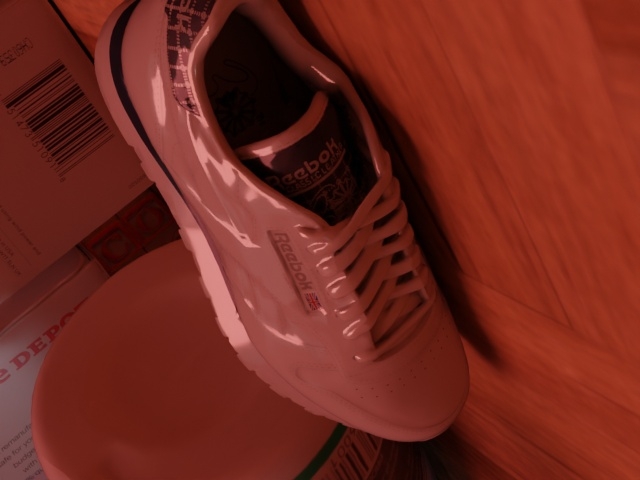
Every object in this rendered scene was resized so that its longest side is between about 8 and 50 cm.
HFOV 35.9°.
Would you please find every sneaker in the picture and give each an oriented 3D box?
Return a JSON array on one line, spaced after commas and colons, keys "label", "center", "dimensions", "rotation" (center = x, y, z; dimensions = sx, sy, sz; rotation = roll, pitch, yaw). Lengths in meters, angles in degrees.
[{"label": "sneaker", "center": [0.000, 0.000, 0.396], "dimensions": [0.235, 0.090, 0.095], "rotation": [54, 157, -23]}]

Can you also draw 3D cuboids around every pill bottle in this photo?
[{"label": "pill bottle", "center": [-0.024, 0.179, 0.688], "dimensions": [0.204, 0.204, 0.361], "rotation": [38, 161, 42]}]

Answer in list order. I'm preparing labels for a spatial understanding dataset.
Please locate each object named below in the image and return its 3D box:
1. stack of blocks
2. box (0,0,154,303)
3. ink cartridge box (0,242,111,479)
[{"label": "stack of blocks", "center": [-0.150, 0.072, 1.054], "dimensions": [0.171, 0.087, 0.297], "rotation": [43, 165, 24]}, {"label": "box", "center": [-0.255, -0.079, 0.779], "dimensions": [0.119, 0.182, 0.181], "rotation": [27, 154, 57]}, {"label": "ink cartridge box", "center": [-0.254, 0.155, 0.936], "dimensions": [0.131, 0.226, 0.306], "rotation": [34, 158, 44]}]
